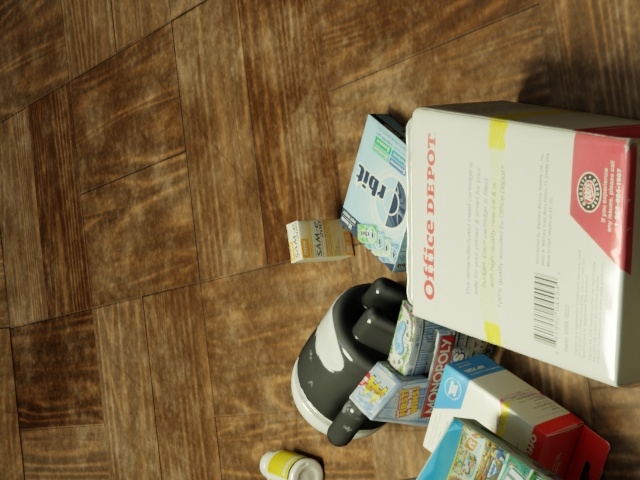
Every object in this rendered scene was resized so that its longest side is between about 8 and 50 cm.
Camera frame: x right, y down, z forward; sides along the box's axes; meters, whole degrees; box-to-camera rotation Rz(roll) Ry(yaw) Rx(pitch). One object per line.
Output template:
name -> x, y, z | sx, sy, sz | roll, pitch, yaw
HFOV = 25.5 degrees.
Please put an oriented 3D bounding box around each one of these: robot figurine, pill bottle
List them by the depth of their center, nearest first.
robot figurine -> 0.067, 0.174, 2.046 | 0.173, 0.209, 0.278 | 54, 140, 20
pill bottle -> -0.051, 0.382, 2.341 | 0.116, 0.065, 0.065 | 7, 99, 56

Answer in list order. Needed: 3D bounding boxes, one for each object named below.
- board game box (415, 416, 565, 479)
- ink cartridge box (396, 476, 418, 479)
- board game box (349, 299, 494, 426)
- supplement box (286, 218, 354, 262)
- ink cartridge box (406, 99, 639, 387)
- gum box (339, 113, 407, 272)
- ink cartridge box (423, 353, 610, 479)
board game box -> 0.239, 0.387, 1.703 | 0.303, 0.097, 0.224 | 32, 95, 24
ink cartridge box -> 0.142, 0.365, 1.966 | 0.109, 0.150, 0.063 | -9, 85, 57
board game box -> 0.143, 0.175, 1.908 | 0.060, 0.194, 0.194 | 40, 126, 48
supplement box -> 0.000, 0.000, 2.197 | 0.036, 0.098, 0.062 | -19, 78, 56
ink cartridge box -> 0.280, -0.014, 1.703 | 0.384, 0.160, 0.279 | 18, 112, 54
gum box -> 0.103, -0.071, 2.086 | 0.157, 0.041, 0.184 | 44, 127, 46
ink cartridge box -> 0.251, 0.264, 1.832 | 0.231, 0.078, 0.134 | 34, 121, 40
